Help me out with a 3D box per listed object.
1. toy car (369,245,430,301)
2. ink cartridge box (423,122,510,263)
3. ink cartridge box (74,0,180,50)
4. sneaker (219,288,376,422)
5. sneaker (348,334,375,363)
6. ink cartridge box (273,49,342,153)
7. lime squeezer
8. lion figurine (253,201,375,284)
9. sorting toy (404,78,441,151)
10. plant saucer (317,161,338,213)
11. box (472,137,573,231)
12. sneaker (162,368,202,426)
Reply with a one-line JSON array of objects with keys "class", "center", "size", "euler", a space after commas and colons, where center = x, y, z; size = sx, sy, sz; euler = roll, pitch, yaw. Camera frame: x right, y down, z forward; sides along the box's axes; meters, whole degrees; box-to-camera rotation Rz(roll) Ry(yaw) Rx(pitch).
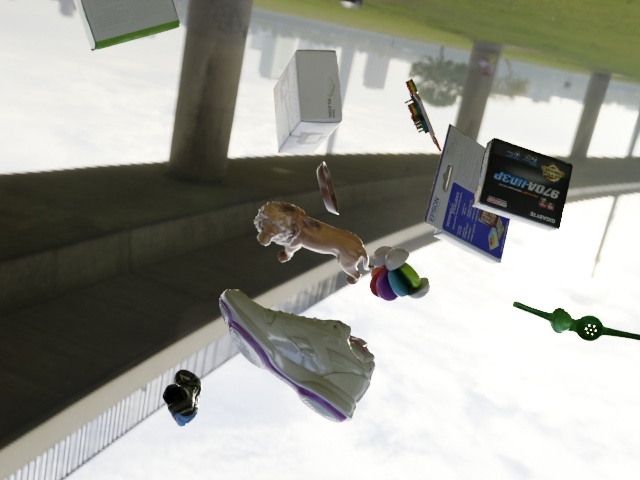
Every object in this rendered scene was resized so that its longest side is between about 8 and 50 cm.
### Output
[{"class": "toy car", "center": [0.204, 0.109, 2.021], "size": [0.136, 0.159, 0.182], "euler": [-42, -161, -15]}, {"class": "ink cartridge box", "center": [0.420, -0.126, 2.039], "size": [0.307, 0.304, 0.072], "euler": [25, 162, -26]}, {"class": "ink cartridge box", "center": [-0.431, -0.552, 1.524], "size": [0.189, 0.255, 0.097], "euler": [-23, -160, -21]}, {"class": "sneaker", "center": [-0.040, 0.175, 1.252], "size": [0.305, 0.152, 0.114], "euler": [40, 155, -2]}, {"class": "sneaker", "center": [0.049, 0.256, 1.609], "size": [0.111, 0.103, 0.252], "euler": [11, -174, -13]}, {"class": "ink cartridge box", "center": [-0.034, -0.317, 1.678], "size": [0.100, 0.172, 0.237], "euler": [-2, 170, -17]}, {"class": "lime squeezer", "center": [0.537, 0.180, 1.512], "size": [0.310, 0.059, 0.110], "euler": [15, -173, 0]}, {"class": "lion figurine", "center": [0.000, 0.000, 2.021], "size": [0.392, 0.142, 0.240], "euler": [11, 155, -10]}, {"class": "sorting toy", "center": [0.305, -0.393, 2.259], "size": [0.046, 0.274, 0.132], "euler": [-25, -148, 8]}, {"class": "plant saucer", "center": [0.020, -0.161, 2.250], "size": [0.029, 0.168, 0.168], "euler": [-16, -166, 8]}, {"class": "box", "center": [0.498, -0.137, 1.780], "size": [0.220, 0.175, 0.051], "euler": [18, 168, -9]}, {"class": "sneaker", "center": [-0.314, 0.341, 1.631], "size": [0.067, 0.078, 0.188], "euler": [-33, -159, 5]}]
